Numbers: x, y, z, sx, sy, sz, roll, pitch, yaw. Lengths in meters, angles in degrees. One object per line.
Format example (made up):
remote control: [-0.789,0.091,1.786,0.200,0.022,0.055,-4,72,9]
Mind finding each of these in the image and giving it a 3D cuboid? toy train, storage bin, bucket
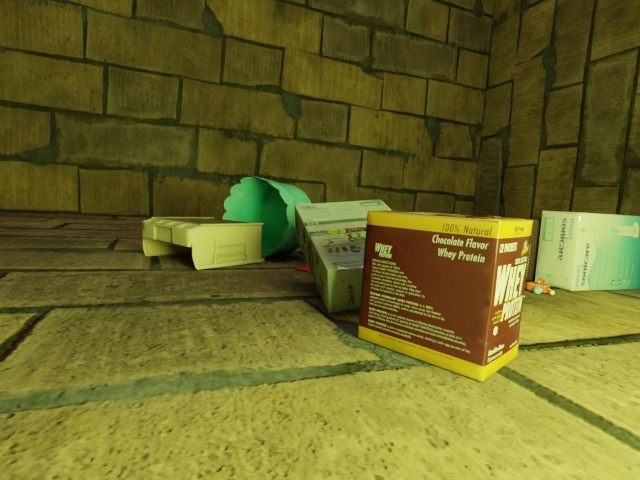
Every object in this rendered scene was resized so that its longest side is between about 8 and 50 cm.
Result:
toy train: [0.505,0.109,1.014,0.166,0.046,0.125,0,7,-37]
storage bin: [-0.350,-0.001,1.198,0.262,0.123,0.260,9,8,38]
bucket: [-0.169,-0.075,1.352,0.281,0.280,0.183,7,6,33]

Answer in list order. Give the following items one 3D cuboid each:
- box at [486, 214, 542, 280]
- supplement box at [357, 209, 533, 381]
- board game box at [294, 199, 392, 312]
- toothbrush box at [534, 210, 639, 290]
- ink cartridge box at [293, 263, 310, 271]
box: [0.703,0.021,1.296,0.382,0.191,0.143,0,7,-28]
supplement box: [0.172,0.059,0.570,0.191,0.194,0.129,9,8,43]
board game box: [0.082,0.014,0.851,0.224,0.097,0.303,-5,27,-13]
toothbrush box: [0.791,0.028,1.163,0.296,0.216,0.126,0,6,-21]
ink cartridge box: [0.057,0.059,1.197,0.189,0.066,0.232,7,2,26]
